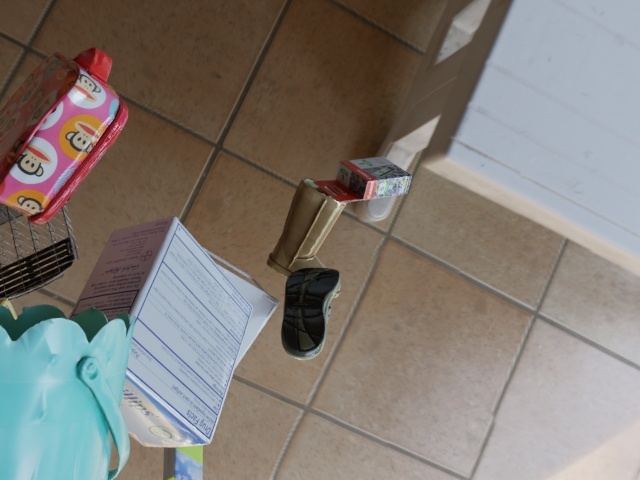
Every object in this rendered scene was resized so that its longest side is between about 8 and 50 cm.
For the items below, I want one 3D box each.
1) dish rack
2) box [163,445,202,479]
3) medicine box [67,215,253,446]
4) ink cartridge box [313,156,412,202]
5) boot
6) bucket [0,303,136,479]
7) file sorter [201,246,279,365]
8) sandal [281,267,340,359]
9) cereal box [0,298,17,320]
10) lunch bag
[{"bbox_3d":[-0.589,-0.005,1.347,0.208,0.074,0.271,-25,59,-1],"label":"dish rack"},{"bbox_3d":[-0.340,0.549,1.656,0.042,0.178,0.109,-29,130,16],"label":"box"},{"bbox_3d":[-0.270,0.157,1.124,0.263,0.149,0.289,56,36,-38],"label":"medicine box"},{"bbox_3d":[0.055,-0.080,0.859,0.115,0.063,0.029,-11,126,-36],"label":"ink cartridge box"},{"bbox_3d":[0.000,0.000,1.777,0.236,0.089,0.269,26,115,-5],"label":"boot"},{"bbox_3d":[-0.299,0.145,0.566,0.281,0.281,0.183,6,85,-13],"label":"bucket"},{"bbox_3d":[-0.268,0.183,1.519,0.193,0.173,0.278,34,91,-26],"label":"file sorter"},{"bbox_3d":[-0.028,0.159,1.477,0.120,0.303,0.086,5,127,9],"label":"sandal"},{"bbox_3d":[-0.809,0.199,1.546,0.240,0.047,0.173,2,128,13],"label":"cereal box"},{"bbox_3d":[-0.404,-0.181,1.009,0.120,0.293,0.258,36,92,-36],"label":"lunch bag"}]
